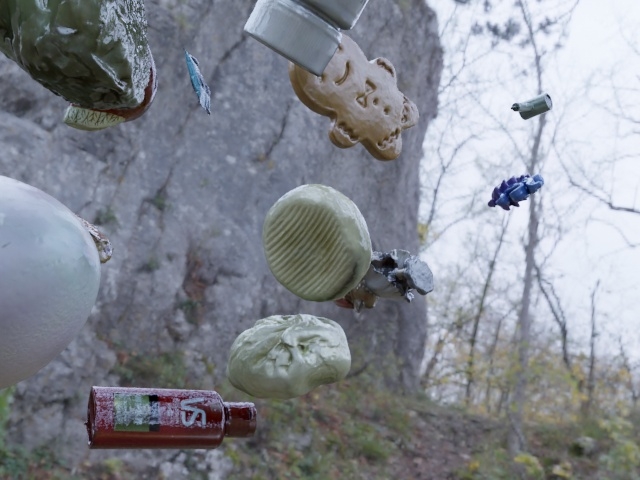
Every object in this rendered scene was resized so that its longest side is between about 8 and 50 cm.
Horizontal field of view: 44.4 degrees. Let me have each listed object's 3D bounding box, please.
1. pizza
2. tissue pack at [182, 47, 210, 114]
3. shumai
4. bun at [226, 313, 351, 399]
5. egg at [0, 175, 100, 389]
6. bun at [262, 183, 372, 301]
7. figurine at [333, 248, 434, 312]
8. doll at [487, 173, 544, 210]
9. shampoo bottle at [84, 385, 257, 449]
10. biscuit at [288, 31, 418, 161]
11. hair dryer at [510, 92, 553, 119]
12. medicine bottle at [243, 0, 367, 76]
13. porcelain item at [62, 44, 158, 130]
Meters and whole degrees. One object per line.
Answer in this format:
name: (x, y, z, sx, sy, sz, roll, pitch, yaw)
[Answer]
pizza: (-0.497, -0.018, 1.503, 0.305, 0.086, 0.161, 27, -8, 45)
tissue pack: (-0.267, -0.351, 1.727, 0.027, 0.138, 0.085, -21, -14, 5)
shumai: (-0.380, -0.300, 1.020, 0.288, 0.292, 0.330, -6, -6, -5)
bun: (-0.058, 0.201, 1.439, 0.229, 0.145, 0.229, -1, 16, 0)
egg: (-0.507, 0.055, 1.227, 0.339, 0.355, 0.354, -15, -30, 13)
bun: (0.000, 0.000, 1.434, 0.222, 0.127, 0.223, 8, -65, 18)
figurine: (0.109, 0.112, 2.023, 0.386, 0.166, 0.207, -13, -35, 43)
doll: (0.403, -0.101, 1.614, 0.067, 0.110, 0.206, 62, -6, -2)
shampoo bottle: (-0.276, 0.334, 1.468, 0.314, 0.118, 0.076, 8, -44, -24)
biscuit: (0.081, -0.350, 1.852, 0.355, 0.275, 0.052, 42, -28, -17)
hair dryer: (0.404, -0.263, 1.535, 0.063, 0.038, 0.124, -20, -6, 37)
medicine bottle: (0.011, -0.550, 1.636, 0.211, 0.372, 0.211, 30, 9, -5)
porcelain item: (-0.457, -0.338, 1.556, 0.252, 0.253, 0.253, 15, -20, 6)
